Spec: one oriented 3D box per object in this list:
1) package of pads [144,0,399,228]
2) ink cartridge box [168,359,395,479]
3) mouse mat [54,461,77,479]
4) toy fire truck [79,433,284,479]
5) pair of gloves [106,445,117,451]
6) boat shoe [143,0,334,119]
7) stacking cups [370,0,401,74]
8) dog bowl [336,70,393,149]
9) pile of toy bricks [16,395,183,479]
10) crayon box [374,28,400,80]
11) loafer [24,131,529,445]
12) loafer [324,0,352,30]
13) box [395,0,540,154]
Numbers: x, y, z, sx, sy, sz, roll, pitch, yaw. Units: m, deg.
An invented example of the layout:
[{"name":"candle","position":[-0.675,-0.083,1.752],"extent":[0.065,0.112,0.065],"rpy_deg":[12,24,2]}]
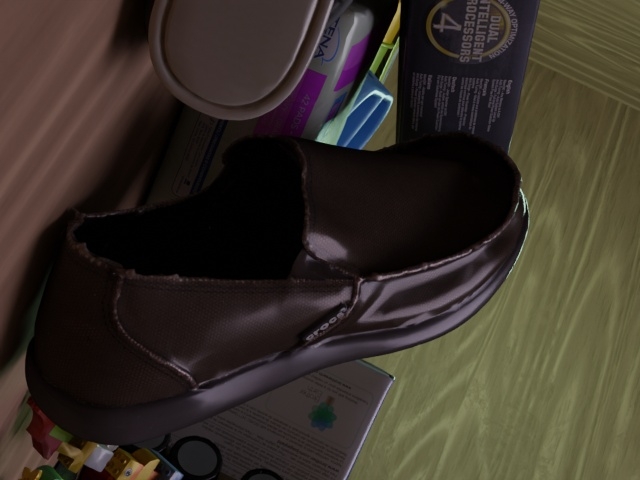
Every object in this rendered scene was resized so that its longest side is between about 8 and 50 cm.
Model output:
[{"name":"package of pads","position":[-0.030,-0.105,0.791],"extent":[0.296,0.101,0.229],"rpy_deg":[-60,175,-69]},{"name":"ink cartridge box","position":[-0.114,0.285,1.199],"extent":[0.395,0.270,0.151],"rpy_deg":[-64,174,-6]},{"name":"mouse mat","position":[-0.257,0.264,0.901],"extent":[0.190,0.007,0.152],"rpy_deg":[-64,179,43]},{"name":"toy fire truck","position":[-0.161,0.310,0.979],"extent":[0.158,0.217,0.246],"rpy_deg":[-65,178,41]},{"name":"pair of gloves","position":[-0.154,0.092,0.967],"extent":[0.240,0.042,0.204],"rpy_deg":[-60,176,-85]},{"name":"boat shoe","position":[0.009,-0.215,0.455],"extent":[0.335,0.112,0.095],"rpy_deg":[-59,-162,21]},{"name":"stacking cups","position":[0.011,-0.200,1.322],"extent":[0.316,0.096,0.096],"rpy_deg":[-60,180,19]},{"name":"dog bowl","position":[0.005,-0.135,1.123],"extent":[0.166,0.074,0.297],"rpy_deg":[-52,174,11]},{"name":"pile of toy bricks","position":[-0.187,0.187,0.614],"extent":[0.212,0.118,0.105],"rpy_deg":[-54,138,-8]},{"name":"crayon box","position":[0.115,-0.387,1.738],"extent":[0.202,0.081,0.318],"rpy_deg":[-62,178,-46]},{"name":"loafer","position":[0.000,0.000,0.600],"extent":[0.366,0.134,0.130],"rpy_deg":[-24,138,-34]},{"name":"loafer","position":[0.020,-0.229,0.551],"extent":[0.251,0.094,0.087],"rpy_deg":[-65,175,16]},{"name":"box","position":[0.113,-0.224,0.789],"extent":[0.395,0.097,0.318],"rpy_deg":[89,8,-52]}]
